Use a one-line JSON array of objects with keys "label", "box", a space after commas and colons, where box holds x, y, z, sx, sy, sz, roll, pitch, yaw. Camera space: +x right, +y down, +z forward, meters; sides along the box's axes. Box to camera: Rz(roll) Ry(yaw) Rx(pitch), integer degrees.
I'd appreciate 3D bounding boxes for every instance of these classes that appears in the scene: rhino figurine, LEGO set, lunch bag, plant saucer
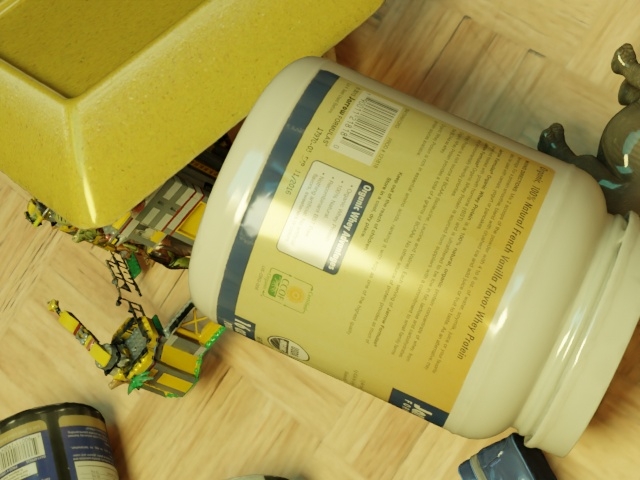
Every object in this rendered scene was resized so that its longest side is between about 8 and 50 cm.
[{"label": "rhino figurine", "box": [0.283, -0.110, 1.136, 0.243, 0.073, 0.106, -49, 52, 7]}, {"label": "LEGO set", "box": [-0.186, -0.033, 1.277, 0.255, 0.192, 0.331, -42, 45, 23]}, {"label": "lunch bag", "box": [0.157, 0.211, 1.109, 0.065, 0.067, 0.098, -35, 61, 17]}, {"label": "plant saucer", "box": [-0.165, -0.187, 1.204, 0.333, 0.081, 0.332, -41, 40, -17]}]

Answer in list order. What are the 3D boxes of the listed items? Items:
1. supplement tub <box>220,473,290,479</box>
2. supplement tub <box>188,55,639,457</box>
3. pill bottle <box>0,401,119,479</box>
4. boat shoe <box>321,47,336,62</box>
[{"label": "supplement tub", "box": [-0.061, 0.306, 1.179, 0.117, 0.117, 0.190, -22, 63, 24]}, {"label": "supplement tub", "box": [0.081, 0.015, 1.070, 0.316, 0.228, 0.228, 24, 87, 7]}, {"label": "pill bottle", "box": [-0.240, 0.273, 1.295, 0.122, 0.123, 0.219, -29, 61, 20]}, {"label": "boat shoe", "box": [-0.019, -0.246, 1.357, 0.098, 0.109, 0.302, 3, 67, -6]}]
